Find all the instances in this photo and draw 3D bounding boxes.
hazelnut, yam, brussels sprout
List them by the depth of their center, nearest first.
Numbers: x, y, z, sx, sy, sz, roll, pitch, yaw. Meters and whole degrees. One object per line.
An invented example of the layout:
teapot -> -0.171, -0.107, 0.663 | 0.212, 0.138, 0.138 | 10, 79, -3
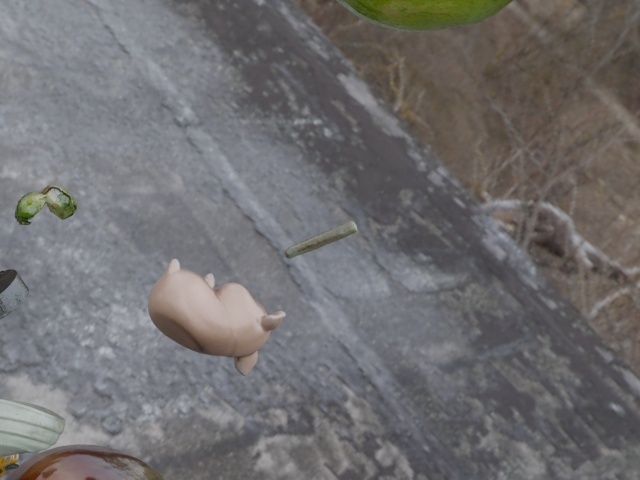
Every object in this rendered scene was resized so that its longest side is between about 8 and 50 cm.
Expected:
brussels sprout -> -0.382, -0.050, 1.313 | 0.083, 0.046, 0.051 | -11, 92, -36
yam -> 0.000, 0.000, 1.417 | 0.021, 0.116, 0.021 | -22, 90, -83
hazelnut -> -0.459, 0.588, 1.879 | 0.409, 0.359, 0.359 | 33, 30, 9

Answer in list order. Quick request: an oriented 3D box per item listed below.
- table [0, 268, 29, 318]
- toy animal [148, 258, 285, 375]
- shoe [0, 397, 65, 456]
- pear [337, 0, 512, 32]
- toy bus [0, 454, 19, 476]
table -> -0.625, 0.111, 1.802 | 0.133, 0.133, 0.043 | -75, 143, -57
toy animal -> -0.211, 0.145, 1.834 | 0.250, 0.166, 0.154 | 21, 51, -14
shoe -> -0.444, 0.251, 1.050 | 0.124, 0.316, 0.159 | 50, 42, -66
pear -> 0.092, -0.264, 0.806 | 0.220, 0.187, 0.187 | 21, 25, 22
toy bus -> -0.641, 0.425, 1.813 | 0.074, 0.162, 0.069 | 18, 42, -42
